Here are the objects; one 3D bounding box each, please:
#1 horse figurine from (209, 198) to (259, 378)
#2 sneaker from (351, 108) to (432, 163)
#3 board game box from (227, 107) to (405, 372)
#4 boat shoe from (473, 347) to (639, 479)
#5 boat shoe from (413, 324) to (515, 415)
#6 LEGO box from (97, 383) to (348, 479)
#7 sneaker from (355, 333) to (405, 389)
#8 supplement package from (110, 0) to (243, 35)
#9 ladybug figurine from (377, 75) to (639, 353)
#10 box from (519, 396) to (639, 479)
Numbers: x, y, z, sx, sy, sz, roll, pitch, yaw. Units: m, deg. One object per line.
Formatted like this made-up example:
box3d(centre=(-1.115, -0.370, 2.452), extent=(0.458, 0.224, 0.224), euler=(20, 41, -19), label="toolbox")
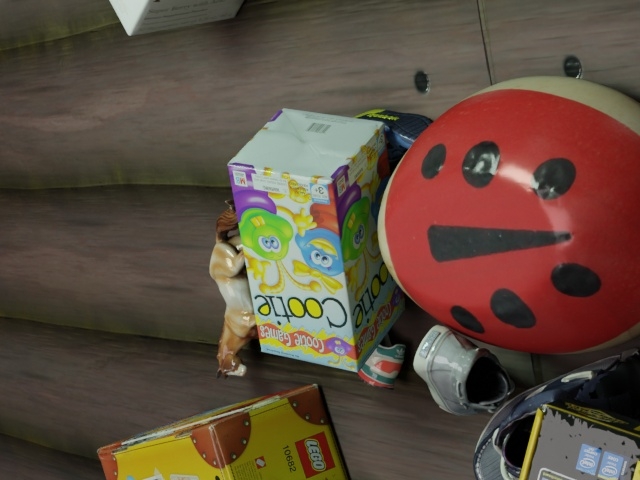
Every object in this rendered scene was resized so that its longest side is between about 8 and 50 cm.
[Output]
box3d(centre=(-0.103, 0.066, 2.234), extent=(0.174, 0.066, 0.263), euler=(-5, 101, 49), label="horse figurine")
box3d(centre=(0.092, -0.121, 1.903), extent=(0.144, 0.053, 0.059), euler=(19, 124, 55), label="sneaker")
box3d(centre=(0.000, 0.000, 1.911), extent=(0.144, 0.142, 0.275), euler=(10, 127, 26), label="board game box")
box3d(centre=(0.232, 0.224, 1.748), extent=(0.127, 0.158, 0.340), euler=(63, 143, 16), label="boat shoe")
box3d(centre=(0.175, 0.163, 1.793), extent=(0.081, 0.227, 0.079), euler=(28, 83, 28), label="boat shoe")
box3d(centre=(-0.097, 0.493, 2.279), extent=(0.372, 0.193, 0.500), euler=(-21, 86, 55), label="LEGO box")
box3d(centre=(0.057, 0.127, 2.057), extent=(0.161, 0.057, 0.075), euler=(41, 112, 45), label="sneaker")
box3d(centre=(-0.165, -0.429, 2.024), extent=(0.175, 0.177, 0.293), euler=(61, 144, 19), label="supplement package")
box3d(centre=(0.212, -0.018, 1.678), extent=(0.449, 0.161, 0.305), euler=(-10, 94, 55), label="ladybug figurine")
box3d(centre=(0.337, 0.320, 1.512), extent=(0.322, 0.079, 0.257), euler=(18, 98, 24), label="box")
